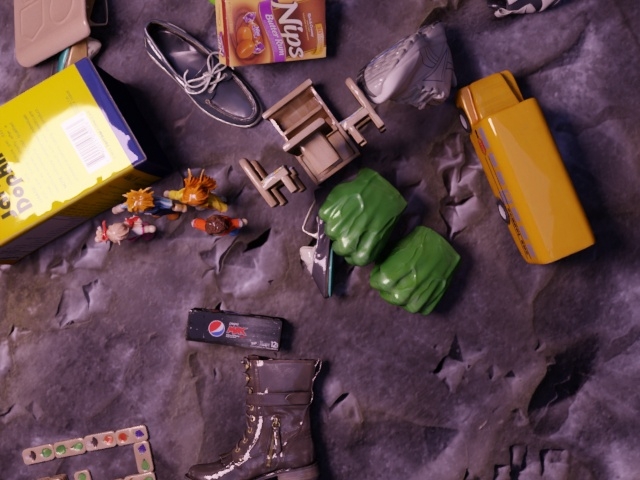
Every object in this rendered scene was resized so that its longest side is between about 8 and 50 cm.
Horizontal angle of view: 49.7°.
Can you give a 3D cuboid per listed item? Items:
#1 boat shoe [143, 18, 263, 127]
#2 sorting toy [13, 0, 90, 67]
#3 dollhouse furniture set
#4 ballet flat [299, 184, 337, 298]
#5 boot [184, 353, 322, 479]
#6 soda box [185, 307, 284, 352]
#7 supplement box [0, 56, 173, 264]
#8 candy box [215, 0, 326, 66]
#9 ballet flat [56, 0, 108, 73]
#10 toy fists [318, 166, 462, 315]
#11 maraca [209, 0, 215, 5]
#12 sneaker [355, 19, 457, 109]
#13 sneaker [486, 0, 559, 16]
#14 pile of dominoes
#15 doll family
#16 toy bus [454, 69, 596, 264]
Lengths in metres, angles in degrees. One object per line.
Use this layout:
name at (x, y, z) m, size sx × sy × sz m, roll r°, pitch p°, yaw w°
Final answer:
boat shoe at (-0.209, -0.299, 1.229) m, size 0.254 × 0.079 × 0.095 m, roll 44°, pitch 85°, yaw -1°
sorting toy at (-0.471, -0.428, 1.210) m, size 0.193 × 0.038 × 0.208 m, roll -13°, pitch 82°, yaw 33°
dollhouse furniture set at (-0.024, -0.183, 1.141) m, size 0.212 × 0.242 × 0.161 m, roll -36°, pitch 90°, yaw 8°
ballet flat at (0.000, 0.000, 1.234) m, size 0.074 × 0.074 × 0.203 m, roll 7°, pitch 89°, yaw 1°
boot at (-0.118, 0.319, 1.236) m, size 0.263 × 0.091 × 0.228 m, roll -6°, pitch 85°, yaw -3°
soda box at (-0.152, 0.159, 1.242) m, size 0.169 × 0.053 × 0.060 m, roll 7°, pitch 90°, yaw 0°
supplement box at (-0.469, -0.122, 1.175) m, size 0.357 × 0.194 × 0.195 m, roll -30°, pitch 90°, yaw 0°
candy box at (-0.082, -0.364, 1.187) m, size 0.187 × 0.053 × 0.109 m, roll -14°, pitch 116°, yaw -27°
ballet flat at (-0.421, -0.380, 1.238) m, size 0.073 × 0.080 × 0.232 m, roll 8°, pitch 93°, yaw -29°
toy fists at (0.113, 0.013, 1.192) m, size 0.279 × 0.096 × 0.142 m, roll 44°, pitch 71°, yaw -17°
maraca at (-0.158, -0.477, 1.224) m, size 0.127 × 0.099 × 0.185 m, roll -21°, pitch 65°, yaw -8°
sneaker at (0.162, -0.274, 1.141) m, size 0.111 × 0.297 × 0.129 m, roll -23°, pitch 102°, yaw 39°
sneaker at (0.315, -0.502, 1.215) m, size 0.153 × 0.094 × 0.234 m, roll -23°, pitch 100°, yaw -8°
pile of dominoes at (-0.423, 0.456, 1.252) m, size 0.251 × 0.040 × 0.195 m, roll -12°, pitch 90°, yaw 1°
doll family at (-0.260, -0.059, 1.188) m, size 0.263 × 0.163 × 0.118 m, roll -5°, pitch 90°, yaw 1°
toy bus at (0.348, -0.130, 1.198) m, size 0.108 × 0.130 × 0.332 m, roll -23°, pitch 90°, yaw 1°
